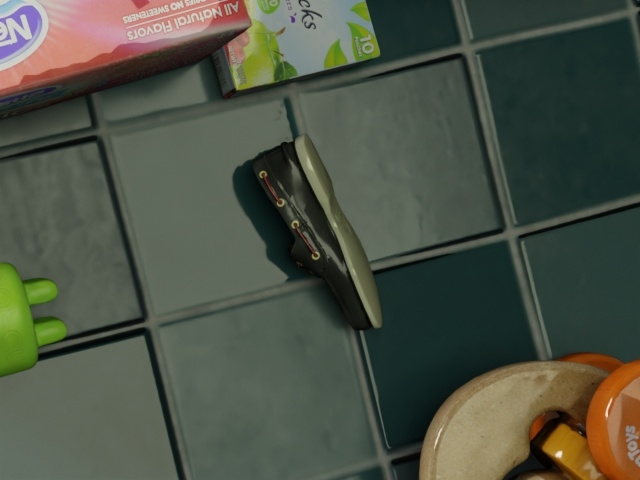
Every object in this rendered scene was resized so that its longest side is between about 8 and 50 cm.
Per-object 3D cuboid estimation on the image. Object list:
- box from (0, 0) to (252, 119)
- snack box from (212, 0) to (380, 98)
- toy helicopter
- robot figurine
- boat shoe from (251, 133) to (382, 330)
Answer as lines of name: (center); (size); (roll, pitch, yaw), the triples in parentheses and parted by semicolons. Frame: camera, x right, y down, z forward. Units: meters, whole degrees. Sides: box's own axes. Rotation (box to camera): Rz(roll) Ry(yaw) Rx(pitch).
box: (-0.211, -0.142, 1.082); (0.300, 0.142, 0.154); (-17, 92, -17)
snack box: (-0.030, -0.170, 1.190); (0.100, 0.037, 0.141); (-16, 89, -18)
toy helicopter: (0.158, 0.250, 1.166); (0.235, 0.140, 0.355); (-21, 94, -14)
robot figurine: (-0.210, 0.052, 1.107); (0.115, 0.067, 0.101); (-15, 98, -16)
boat shoe: (0.000, 0.000, 1.186); (0.042, 0.049, 0.133); (-24, 101, 11)
